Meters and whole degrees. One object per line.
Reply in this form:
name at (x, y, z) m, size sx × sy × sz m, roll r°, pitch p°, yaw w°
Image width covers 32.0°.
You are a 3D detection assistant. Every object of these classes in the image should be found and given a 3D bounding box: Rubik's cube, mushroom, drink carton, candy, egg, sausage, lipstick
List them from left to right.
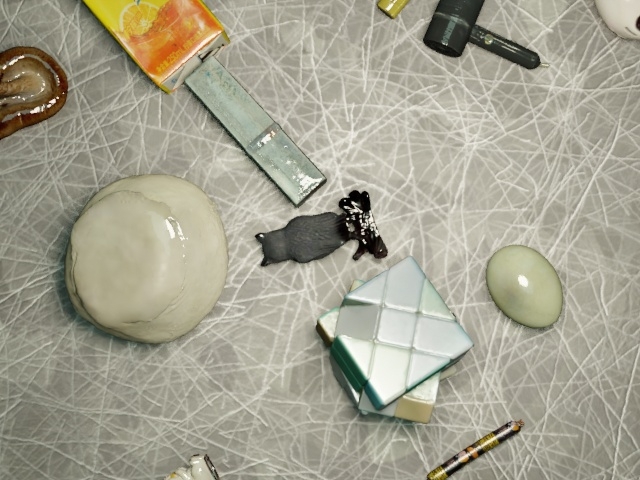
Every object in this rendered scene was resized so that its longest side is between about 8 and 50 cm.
mushroom at (-0.545, -0.246, 1.828) m, size 0.227 × 0.217 × 0.148 m, roll -31°, pitch 89°, yaw 1°
drink carton at (-0.324, -0.428, 1.881) m, size 0.154 × 0.111 × 0.351 m, roll -41°, pitch 88°, yaw -1°
candy at (-0.279, 0.028, 1.833) m, size 0.295 × 0.185 × 0.295 m, roll 2°, pitch 103°, yaw 9°
lipstick at (-0.112, -0.184, 1.886) m, size 0.076 × 0.077 × 0.290 m, roll -44°, pitch 87°, yaw 0°
Rubik's cube at (0.124, 0.171, 1.814) m, size 0.224 × 0.213 × 0.265 m, roll -30°, pitch 77°, yaw -14°
sausage at (0.260, 0.359, 1.887) m, size 0.198 × 0.025 × 0.028 m, roll -32°, pitch 43°, yaw 1°
egg at (0.340, 0.077, 1.850) m, size 0.114 × 0.114 × 0.152 m, roll -36°, pitch 90°, yaw 0°

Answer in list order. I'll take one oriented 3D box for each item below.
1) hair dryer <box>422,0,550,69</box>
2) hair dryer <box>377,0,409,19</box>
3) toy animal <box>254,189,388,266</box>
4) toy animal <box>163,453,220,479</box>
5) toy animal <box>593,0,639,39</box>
hair dryer at (0.294, -0.348, 1.892) m, size 0.219 × 0.071 × 0.124 m, roll 26°, pitch 89°, yaw -5°
hair dryer at (0.195, -0.492, 1.870) m, size 0.090 × 0.135 × 0.279 m, roll 40°, pitch 100°, yaw 3°
toy animal at (-0.004, 0.001, 1.861) m, size 0.210 × 0.117 × 0.121 m, roll -19°, pitch 95°, yaw -1°
toy animal at (-0.231, 0.417, 1.877) m, size 0.124 × 0.071 × 0.085 m, roll -30°, pitch 106°, yaw -8°
toy animal at (0.562, -0.432, 1.833) m, size 0.235 × 0.165 × 0.187 m, roll -28°, pitch 105°, yaw -2°
